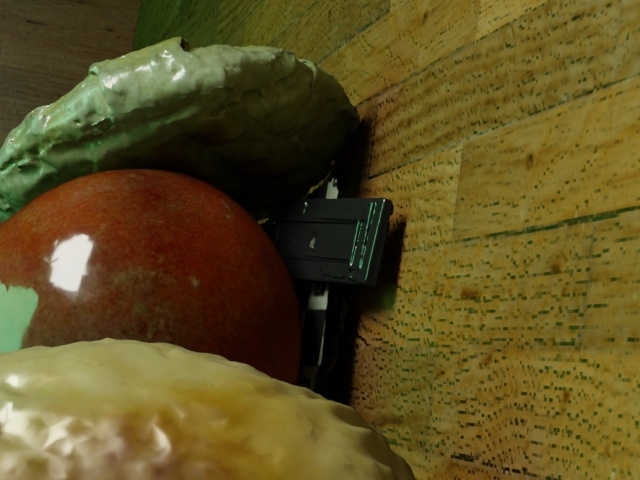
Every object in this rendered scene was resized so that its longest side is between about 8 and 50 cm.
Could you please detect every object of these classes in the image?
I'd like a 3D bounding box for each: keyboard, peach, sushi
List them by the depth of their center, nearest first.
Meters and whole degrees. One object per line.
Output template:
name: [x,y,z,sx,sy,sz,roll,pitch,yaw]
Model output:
peach: [-0.141,0.078,1.300,0.252,0.252,0.252,-172,90,-79]
keyboard: [0.000,0.000,1.305,0.204,0.013,0.061,-178,101,-67]
sushi: [-0.018,0.066,1.393,0.210,0.040,0.192,154,125,-64]

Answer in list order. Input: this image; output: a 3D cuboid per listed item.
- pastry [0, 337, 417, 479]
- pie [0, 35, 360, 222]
pastry: [-0.101,0.238,0.924,0.312,0.389,0.388,85,-177,-50]
pie: [-0.109,-0.059,1.394,0.306,0.306,0.071,122,138,-64]
